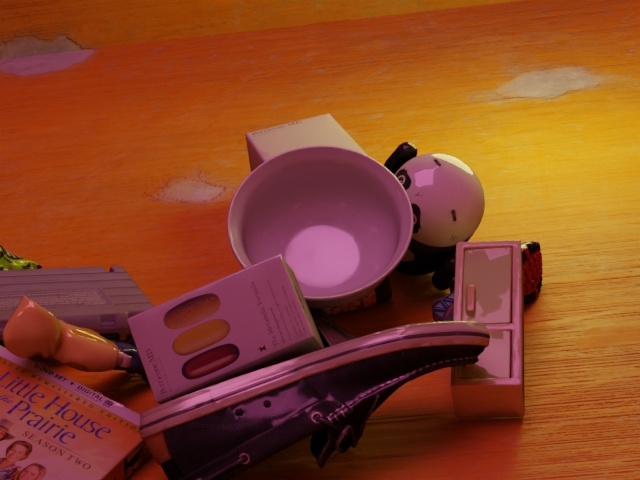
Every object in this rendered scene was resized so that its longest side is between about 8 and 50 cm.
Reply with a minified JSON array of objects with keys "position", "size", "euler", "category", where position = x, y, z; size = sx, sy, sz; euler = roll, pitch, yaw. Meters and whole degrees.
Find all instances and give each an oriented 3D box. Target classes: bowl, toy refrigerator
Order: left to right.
[{"position":[0.000,0.000,2.001],"size":[0.297,0.134,0.298],"euler":[0,58,0],"category":"bowl"},{"position":[0.252,0.126,1.834],"size":[0.102,0.094,0.270],"euler":[-1,50,12],"category":"toy refrigerator"}]

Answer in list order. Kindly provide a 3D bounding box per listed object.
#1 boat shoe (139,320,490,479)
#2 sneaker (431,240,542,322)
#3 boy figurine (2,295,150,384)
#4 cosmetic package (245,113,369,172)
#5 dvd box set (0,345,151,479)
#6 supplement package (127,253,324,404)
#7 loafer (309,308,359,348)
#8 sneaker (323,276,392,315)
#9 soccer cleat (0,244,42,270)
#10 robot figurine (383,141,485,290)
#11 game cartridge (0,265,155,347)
[{"position":[0.003,0.229,1.697],"size":[0.500,0.156,0.187],"euler":[-19,-7,-5],"category":"boat shoe"},{"position":[0.276,0.069,2.036],"size":[0.125,0.104,0.262],"euler":[10,32,36],"category":"sneaker"},{"position":[-0.375,0.154,1.903],"size":[0.177,0.092,0.285],"euler":[20,-2,45],"category":"boy figurine"},{"position":[-0.008,-0.105,2.405],"size":[0.197,0.155,0.365],"euler":[-16,29,-12],"category":"cosmetic package"},{"position":[-0.465,0.328,1.690],"size":[0.307,0.062,0.420],"euler":[23,37,20],"category":"dvd box set"},{"position":[-0.136,0.139,1.800],"size":[0.244,0.139,0.134],"euler":[-24,-15,2],"category":"supplement package"},{"position":[-0.024,0.151,1.939],"size":[0.087,0.094,0.251],"euler":[16,4,-45],"category":"loafer"},{"position":[0.013,0.002,2.130],"size":[0.145,0.090,0.270],"euler":[-18,70,-7],"category":"sneaker"},{"position":[-0.606,0.040,2.306],"size":[0.072,0.179,0.060],"euler":[0,69,41],"category":"soccer cleat"},{"position":[0.176,-0.041,2.122],"size":[0.209,0.278,0.174],"euler":[32,67,0],"category":"robot figurine"},{"position":[-0.481,0.113,2.118],"size":[0.355,0.068,0.230],"euler":[-2,25,-26],"category":"game cartridge"}]
